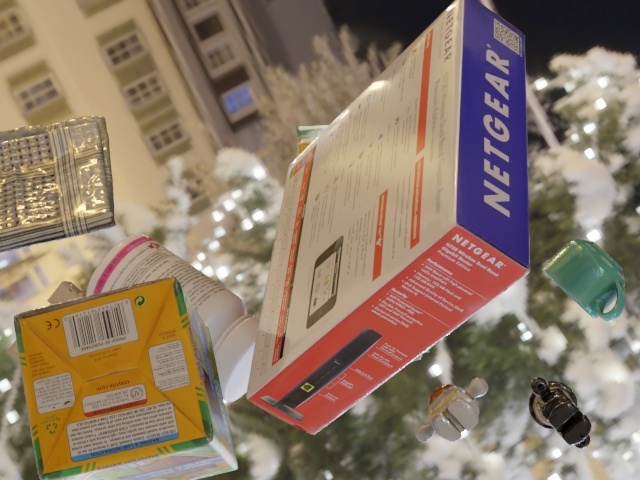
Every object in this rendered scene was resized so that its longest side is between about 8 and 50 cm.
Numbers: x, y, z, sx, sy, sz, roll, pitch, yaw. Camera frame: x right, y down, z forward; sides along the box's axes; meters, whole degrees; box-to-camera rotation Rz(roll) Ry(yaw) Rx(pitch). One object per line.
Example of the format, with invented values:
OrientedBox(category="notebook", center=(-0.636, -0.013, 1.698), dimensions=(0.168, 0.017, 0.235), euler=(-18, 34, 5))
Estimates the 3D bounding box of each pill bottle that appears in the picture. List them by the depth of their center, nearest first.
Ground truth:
OrientedBox(category="pill bottle", center=(-0.220, 0.125, 1.941), dimensions=(0.283, 0.160, 0.160), euler=(32, -24, 19))

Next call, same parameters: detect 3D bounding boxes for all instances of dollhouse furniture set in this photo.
OrientedBox(category="dollhouse furniture set", center=(-0.407, 0.161, 2.063), dimensions=(0.101, 0.161, 0.182), euler=(40, 5, 13))

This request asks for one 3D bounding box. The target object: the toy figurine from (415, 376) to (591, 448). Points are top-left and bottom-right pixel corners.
OrientedBox(category="toy figurine", center=(0.216, 0.267, 1.455), dimensions=(0.148, 0.209, 0.213), euler=(-62, 153, -87))

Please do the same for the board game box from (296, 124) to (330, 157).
OrientedBox(category="board game box", center=(0.000, 0.000, 1.783), dimensions=(0.242, 0.064, 0.316), euler=(-100, -171, -79))

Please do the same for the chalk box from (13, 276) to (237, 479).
OrientedBox(category="chalk box", center=(-0.200, 0.179, 1.341), dimensions=(0.289, 0.180, 0.179), euler=(77, -1, -71))

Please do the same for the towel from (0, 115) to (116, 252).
OrientedBox(category="towel", center=(-0.516, -0.103, 2.110), dimensions=(0.324, 0.312, 0.056), euler=(-108, -173, -48))

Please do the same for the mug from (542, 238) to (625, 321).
OrientedBox(category="mug", center=(0.478, 0.069, 2.137), dimensions=(0.158, 0.097, 0.129), euler=(45, 5, 16))

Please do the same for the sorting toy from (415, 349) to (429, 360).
OrientedBox(category="sorting toy", center=(0.058, 0.206, 2.237), dimensions=(0.196, 0.047, 0.347), euler=(23, -28, -28))

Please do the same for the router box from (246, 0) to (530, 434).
OrientedBox(category="router box", center=(0.065, -0.028, 1.157), dimensions=(0.082, 0.335, 0.301), euler=(31, -49, -21))
